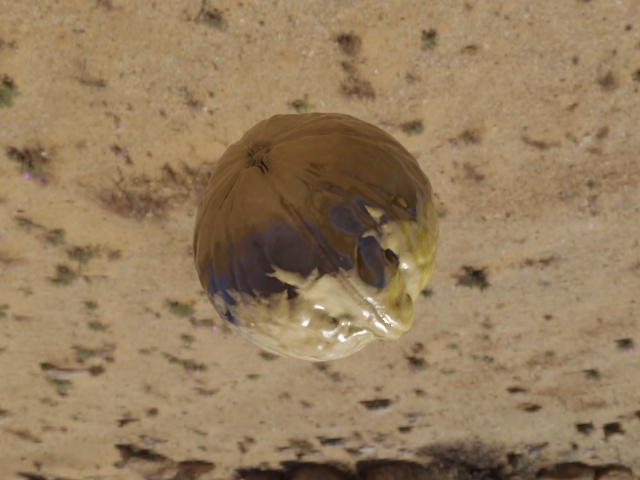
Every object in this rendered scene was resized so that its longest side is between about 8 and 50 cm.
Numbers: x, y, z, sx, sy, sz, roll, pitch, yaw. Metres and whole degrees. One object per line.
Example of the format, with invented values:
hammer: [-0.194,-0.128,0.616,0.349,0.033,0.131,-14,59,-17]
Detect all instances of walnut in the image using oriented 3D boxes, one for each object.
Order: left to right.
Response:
walnut: [0.000,0.000,0.739,0.228,0.227,0.228,-4,157,-2]
